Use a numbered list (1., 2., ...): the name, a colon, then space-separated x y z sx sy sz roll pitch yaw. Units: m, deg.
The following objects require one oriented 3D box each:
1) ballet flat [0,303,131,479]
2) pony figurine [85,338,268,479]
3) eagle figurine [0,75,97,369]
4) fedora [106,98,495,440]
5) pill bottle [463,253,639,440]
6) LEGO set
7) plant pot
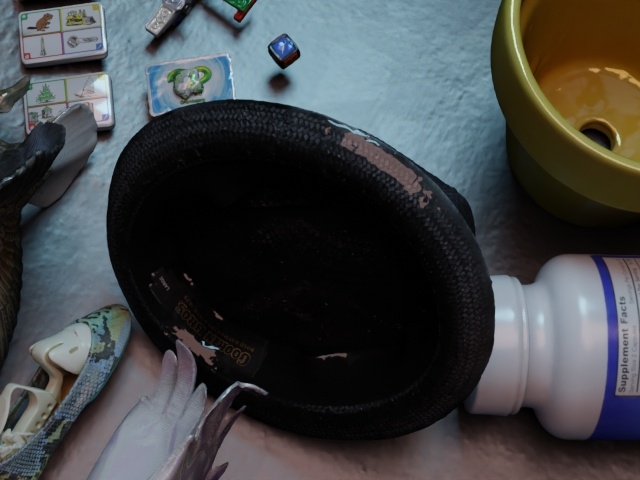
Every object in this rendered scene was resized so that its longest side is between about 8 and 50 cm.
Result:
1. ballet flat: -0.218 0.119 1.295 0.070 0.070 0.188 27 70 4
2. pony figurine: -0.124 0.275 1.172 0.363 0.303 0.351 41 80 -7
3. eagle figurine: -0.285 -0.017 1.253 0.225 0.226 0.298 -31 46 8
4. fedora: 0.000 0.000 1.284 0.334 0.334 0.152 33 40 7
5. pill bottle: 0.253 0.087 1.310 0.272 0.152 0.152 0 71 -4
6. LEGO set: -0.144 -0.188 1.437 0.244 0.060 0.183 -8 75 1
7. plant pot: 0.255 -0.122 1.337 0.254 0.239 0.254 2 70 -5
